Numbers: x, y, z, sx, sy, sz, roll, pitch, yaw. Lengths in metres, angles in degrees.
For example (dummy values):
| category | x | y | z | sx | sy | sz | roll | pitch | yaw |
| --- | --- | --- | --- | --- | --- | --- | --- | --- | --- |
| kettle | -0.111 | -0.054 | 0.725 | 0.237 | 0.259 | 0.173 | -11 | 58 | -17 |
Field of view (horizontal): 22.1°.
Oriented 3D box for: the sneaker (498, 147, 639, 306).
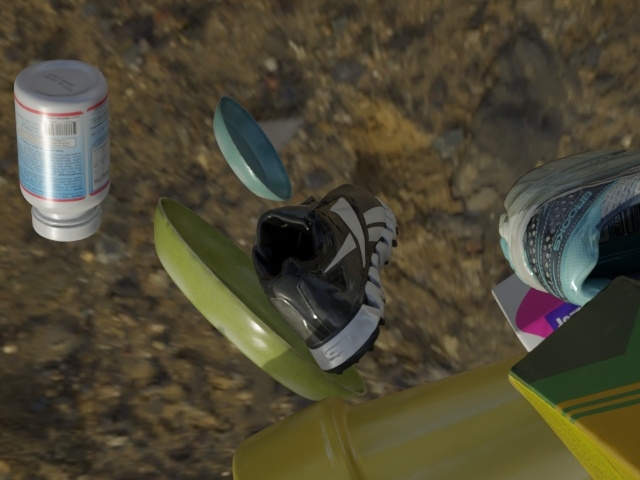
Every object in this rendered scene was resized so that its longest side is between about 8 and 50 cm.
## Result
| category | x | y | z | sx | sy | sz | roll | pitch | yaw |
| --- | --- | --- | --- | --- | --- | --- | --- | --- | --- |
| sneaker | 0.263 | -0.026 | 1.053 | 0.283 | 0.122 | 0.110 | -26 | 112 | -2 |

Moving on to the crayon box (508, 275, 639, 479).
| category | x | y | z | sx | sy | sz | roll | pitch | yaw |
| --- | --- | --- | --- | --- | --- | --- | --- | --- | --- |
| crayon box | 0.196 | 0.126 | 0.659 | 0.081 | 0.318 | 0.202 | -40 | 97 | 0 |

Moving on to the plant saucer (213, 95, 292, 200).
| category | x | y | z | sx | sy | sz | roll | pitch | yaw |
| --- | --- | --- | --- | --- | --- | --- | --- | --- | --- |
| plant saucer | -0.070 | -0.084 | 1.579 | 0.021 | 0.119 | 0.119 | -33 | 81 | 15 |

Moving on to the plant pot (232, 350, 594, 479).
| category | x | y | z | sx | sy | sz | roll | pitch | yaw |
| --- | --- | --- | --- | --- | --- | --- | --- | --- | --- |
| plant pot | 0.102 | 0.198 | 1.144 | 0.239 | 0.254 | 0.254 | -30 | 81 | 5 |

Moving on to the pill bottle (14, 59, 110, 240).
| category | x | y | z | sx | sy | sz | roll | pitch | yaw |
| --- | --- | --- | --- | --- | --- | --- | --- | --- | --- |
| pill bottle | -0.242 | -0.083 | 1.548 | 0.087 | 0.087 | 0.160 | 9 | 124 | 7 |

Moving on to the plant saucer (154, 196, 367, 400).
| category | x | y | z | sx | sy | sz | roll | pitch | yaw |
| --- | --- | --- | --- | --- | --- | --- | --- | --- | --- |
| plant saucer | -0.059 | 0.058 | 1.390 | 0.241 | 0.241 | 0.037 | 44 | 95 | 9 |

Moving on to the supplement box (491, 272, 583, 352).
| category | x | y | z | sx | sy | sz | roll | pitch | yaw |
| --- | --- | --- | --- | --- | --- | --- | --- | --- | --- |
| supplement box | 0.266 | 0.113 | 1.482 | 0.111 | 0.114 | 0.220 | -35 | 108 | 7 |

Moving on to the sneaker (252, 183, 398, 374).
| category | x | y | z | sx | sy | sz | roll | pitch | yaw |
| --- | --- | --- | --- | --- | --- | --- | --- | --- | --- |
| sneaker | 0.000 | 0.000 | 1.251 | 0.078 | 0.234 | 0.106 | -39 | 109 | 22 |
